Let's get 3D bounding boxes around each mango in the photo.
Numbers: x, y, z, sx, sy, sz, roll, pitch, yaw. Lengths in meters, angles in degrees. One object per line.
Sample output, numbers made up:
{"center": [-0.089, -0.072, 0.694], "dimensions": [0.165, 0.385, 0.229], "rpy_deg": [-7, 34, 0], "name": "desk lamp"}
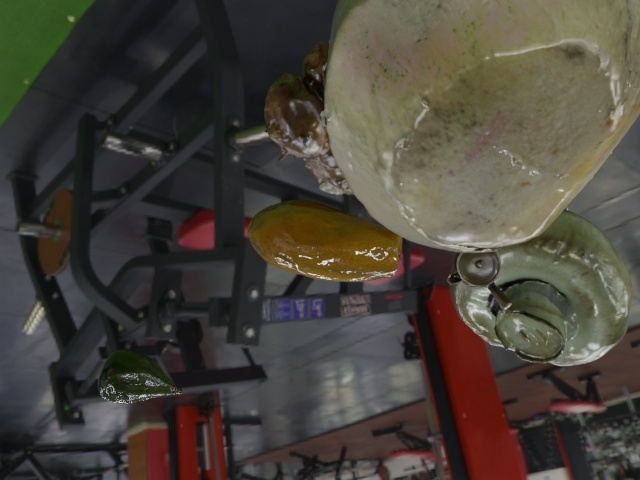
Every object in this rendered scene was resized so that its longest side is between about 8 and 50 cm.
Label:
{"center": [-0.001, 0.001, 1.202], "dimensions": [0.187, 0.143, 0.359], "rpy_deg": [-4, -168, -43], "name": "mango"}

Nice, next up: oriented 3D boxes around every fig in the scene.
{"center": [-0.384, 0.295, 1.366], "dimensions": [0.178, 0.117, 0.117], "rpy_deg": [8, 156, 8], "name": "fig"}

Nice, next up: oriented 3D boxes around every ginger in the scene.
{"center": [-0.005, -0.242, 1.538], "dimensions": [0.254, 0.176, 0.418], "rpy_deg": [-45, 141, -17], "name": "ginger"}

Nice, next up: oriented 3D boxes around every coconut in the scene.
{"center": [0.163, -0.159, 0.661], "dimensions": [0.353, 0.352, 0.352], "rpy_deg": [-8, 154, -4], "name": "coconut"}

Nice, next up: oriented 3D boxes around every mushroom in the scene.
{"center": [0.421, 0.100, 1.245], "dimensions": [0.352, 0.260, 0.352], "rpy_deg": [19, 135, 20], "name": "mushroom"}

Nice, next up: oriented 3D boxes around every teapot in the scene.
{"center": [0.239, 0.060, 0.956], "dimensions": [0.085, 0.110, 0.080], "rpy_deg": [-34, 174, 3], "name": "teapot"}

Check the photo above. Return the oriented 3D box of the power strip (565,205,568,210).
{"center": [0.493, -0.129, 1.473], "dimensions": [0.261, 0.141, 0.229], "rpy_deg": [-31, 112, 32], "name": "power strip"}
